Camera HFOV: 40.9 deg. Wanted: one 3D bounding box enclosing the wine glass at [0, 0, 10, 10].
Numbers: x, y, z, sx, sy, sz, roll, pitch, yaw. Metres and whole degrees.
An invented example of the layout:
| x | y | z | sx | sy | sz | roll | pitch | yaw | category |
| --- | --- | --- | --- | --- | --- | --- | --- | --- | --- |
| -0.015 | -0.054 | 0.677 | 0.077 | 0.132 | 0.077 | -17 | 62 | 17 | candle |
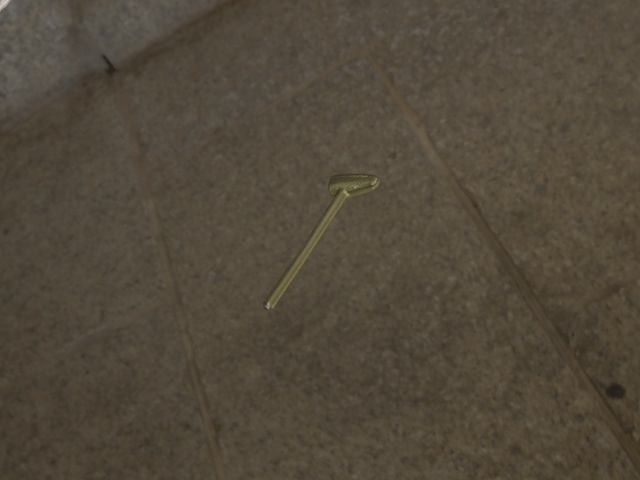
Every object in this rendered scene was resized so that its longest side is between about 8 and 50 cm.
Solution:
| x | y | z | sx | sy | sz | roll | pitch | yaw | category |
| --- | --- | --- | --- | --- | --- | --- | --- | --- | --- |
| -0.187 | -0.147 | 0.246 | 0.196 | 0.165 | 0.165 | 36 | 73 | 4 | wine glass |

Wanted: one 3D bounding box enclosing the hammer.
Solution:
| x | y | z | sx | sy | sz | roll | pitch | yaw | category |
| --- | --- | --- | --- | --- | --- | --- | --- | --- | --- |
| 0.000 | 0.000 | 0.902 | 0.060 | 0.028 | 0.195 | -1 | 46 | 43 | hammer |
